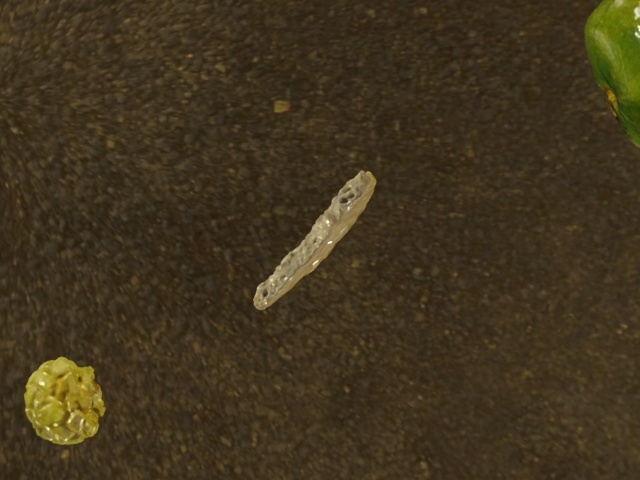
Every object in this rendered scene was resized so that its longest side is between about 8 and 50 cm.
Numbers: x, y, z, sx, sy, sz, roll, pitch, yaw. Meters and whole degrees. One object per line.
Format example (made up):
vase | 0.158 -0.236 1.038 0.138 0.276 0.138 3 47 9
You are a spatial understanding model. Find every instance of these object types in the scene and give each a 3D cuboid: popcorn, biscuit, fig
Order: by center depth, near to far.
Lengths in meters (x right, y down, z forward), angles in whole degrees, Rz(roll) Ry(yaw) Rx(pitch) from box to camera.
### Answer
fig | 0.434 -0.232 1.102 0.235 0.203 0.203 -28 107 8
popcorn | -0.354 0.225 1.343 0.120 0.106 0.116 33 79 9
biscuit | 0.003 -0.003 1.366 0.032 0.133 0.250 43 107 10
